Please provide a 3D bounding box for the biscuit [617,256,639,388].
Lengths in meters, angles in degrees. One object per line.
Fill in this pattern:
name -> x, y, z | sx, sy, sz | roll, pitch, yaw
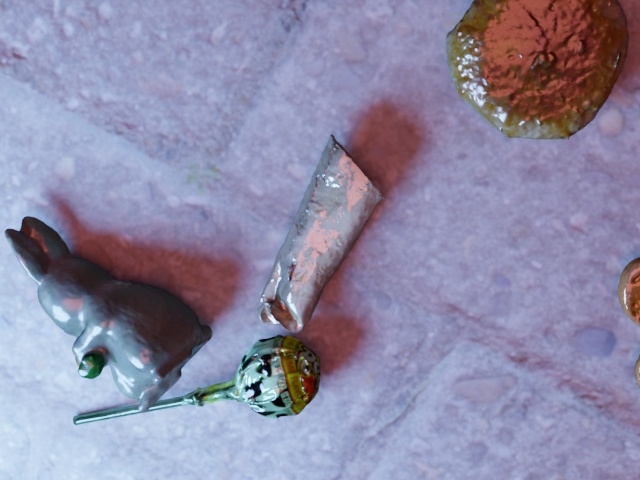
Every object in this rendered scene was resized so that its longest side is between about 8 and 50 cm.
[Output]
biscuit -> 0.502, 0.091, 1.882 | 0.324, 0.049, 0.205 | -10, 102, 6

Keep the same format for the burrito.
burrito -> 0.000, 0.000, 1.890 | 0.087, 0.060, 0.226 | 27, 102, -2

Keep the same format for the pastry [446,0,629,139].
pastry -> 0.236, -0.203, 1.815 | 0.182, 0.093, 0.192 | 36, 101, -7

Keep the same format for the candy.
candy -> -0.146, 0.174, 1.940 | 0.305, 0.083, 0.091 | -11, 103, 14

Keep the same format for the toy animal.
toy animal -> -0.254, 0.074, 1.910 | 0.251, 0.127, 0.125 | 40, 114, 10
